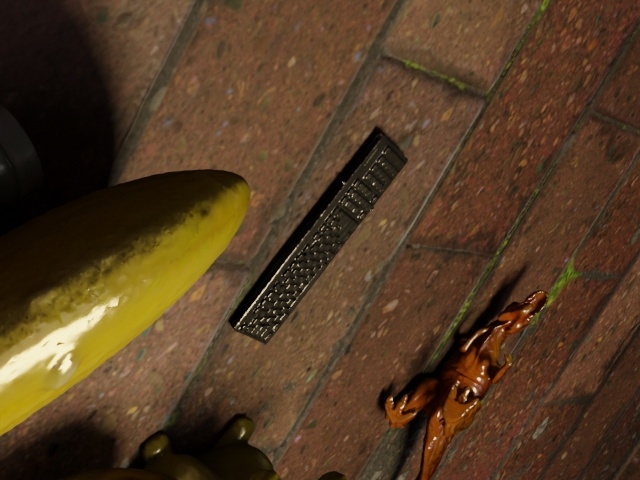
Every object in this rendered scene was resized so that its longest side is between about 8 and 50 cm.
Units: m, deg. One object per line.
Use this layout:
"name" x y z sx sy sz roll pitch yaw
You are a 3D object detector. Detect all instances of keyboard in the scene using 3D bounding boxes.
"keyboard" 0.000 0.000 1.232 0.250 0.017 0.087 -52 151 1

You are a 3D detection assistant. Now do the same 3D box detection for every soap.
"soap" -0.230 0.073 0.796 0.427 0.115 0.306 -36 -178 -28

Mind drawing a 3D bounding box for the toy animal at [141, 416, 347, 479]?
"toy animal" -0.027 0.318 1.224 0.181 0.363 0.180 10 99 -61

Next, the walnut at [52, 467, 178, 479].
"walnut" -0.206 0.343 1.086 0.283 0.283 0.227 -42 167 -16

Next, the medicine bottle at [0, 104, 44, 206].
"medicine bottle" -0.285 -0.010 0.759 0.216 0.090 0.090 -36 146 -27

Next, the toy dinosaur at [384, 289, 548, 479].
"toy dinosaur" 0.162 0.238 1.639 0.432 0.097 0.208 -56 159 14
